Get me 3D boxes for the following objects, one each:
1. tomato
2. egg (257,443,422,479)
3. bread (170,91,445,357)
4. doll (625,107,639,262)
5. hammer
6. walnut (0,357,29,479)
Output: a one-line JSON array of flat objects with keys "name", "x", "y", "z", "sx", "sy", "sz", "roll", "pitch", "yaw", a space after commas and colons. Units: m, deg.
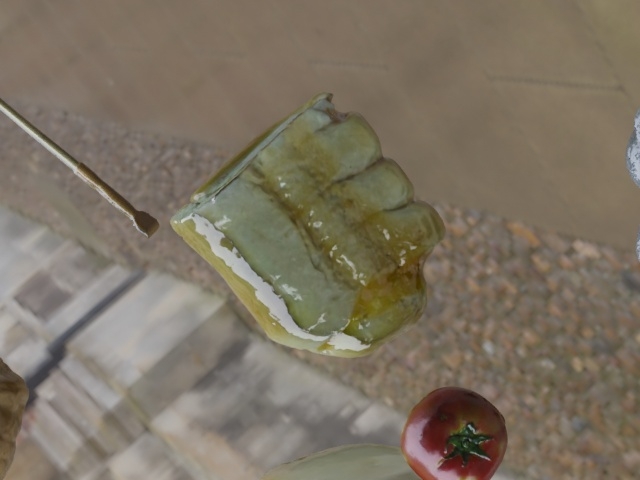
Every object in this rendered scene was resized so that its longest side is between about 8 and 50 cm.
[{"name": "tomato", "x": 0.106, "y": 0.160, "z": 1.084, "sx": 0.087, "sy": 0.087, "sz": 0.075, "roll": 49, "pitch": 165, "yaw": -2}, {"name": "egg", "x": 0.061, "y": 0.380, "z": 1.440, "sx": 0.345, "sy": 0.283, "sz": 0.283, "roll": 61, "pitch": 166, "yaw": 4}, {"name": "bread", "x": 0.000, "y": 0.000, "z": 1.871, "sx": 0.341, "sy": 0.300, "sz": 0.210, "roll": 46, "pitch": 164, "yaw": -8}, {"name": "doll", "x": 0.546, "y": -0.033, "z": 1.959, "sx": 0.158, "sy": 0.246, "sz": 0.340, "roll": -4, "pitch": 92, "yaw": 47}, {"name": "hammer", "x": -0.119, "y": -0.043, "z": 0.587, "sx": 0.123, "sy": 0.029, "sz": 0.014, "roll": 40, "pitch": 155, "yaw": -1}, {"name": "walnut", "x": -0.434, "y": 0.198, "z": 1.510, "sx": 0.228, "sy": 0.228, "sz": 0.228, "roll": 44, "pitch": 165, "yaw": 15}]
